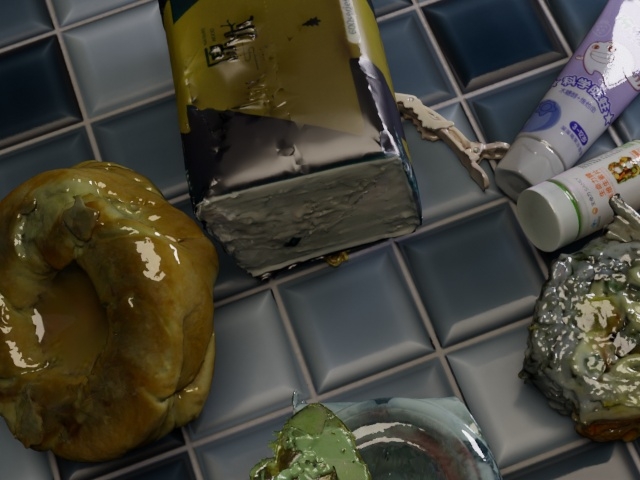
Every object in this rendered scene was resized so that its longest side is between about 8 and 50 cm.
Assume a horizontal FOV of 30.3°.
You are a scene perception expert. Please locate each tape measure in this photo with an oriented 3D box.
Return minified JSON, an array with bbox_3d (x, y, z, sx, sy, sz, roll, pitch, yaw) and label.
[{"bbox_3d":[0.084,0.303,1.340,0.256,0.147,0.275,-4,61,10],"label":"tape measure"}]

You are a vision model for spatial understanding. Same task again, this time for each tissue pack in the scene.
[{"bbox_3d":[-0.042,-0.194,1.508,0.264,0.253,0.416,-14,65,7],"label":"tissue pack"}]

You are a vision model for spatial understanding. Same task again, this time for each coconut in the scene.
[{"bbox_3d":[-0.007,0.256,1.268,0.133,0.055,0.158,-12,58,7],"label":"coconut"}]

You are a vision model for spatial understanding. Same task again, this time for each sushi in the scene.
[{"bbox_3d":[0.346,0.098,1.410,0.184,0.139,0.274,16,69,11],"label":"sushi"}]

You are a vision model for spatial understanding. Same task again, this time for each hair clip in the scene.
[{"bbox_3d":[0.158,-0.156,1.602,0.226,0.034,0.072,38,71,21],"label":"hair clip"}]

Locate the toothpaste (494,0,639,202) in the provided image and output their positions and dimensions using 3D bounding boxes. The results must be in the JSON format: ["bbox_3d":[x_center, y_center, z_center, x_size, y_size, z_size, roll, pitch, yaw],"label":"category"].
[{"bbox_3d":[0.363,-0.200,1.588,0.125,0.080,0.371,37,68,10],"label":"toothpaste"}]

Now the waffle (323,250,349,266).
[{"bbox_3d":[-0.001,-0.002,1.557,0.085,0.016,0.078,-1,62,4],"label":"waffle"}]

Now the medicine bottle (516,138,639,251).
[{"bbox_3d":[0.344,-0.057,1.487,0.183,0.086,0.086,-24,65,-23],"label":"medicine bottle"}]

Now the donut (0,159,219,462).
[{"bbox_3d":[-0.275,0.079,1.409,0.360,0.170,0.360,1,92,29],"label":"donut"}]
